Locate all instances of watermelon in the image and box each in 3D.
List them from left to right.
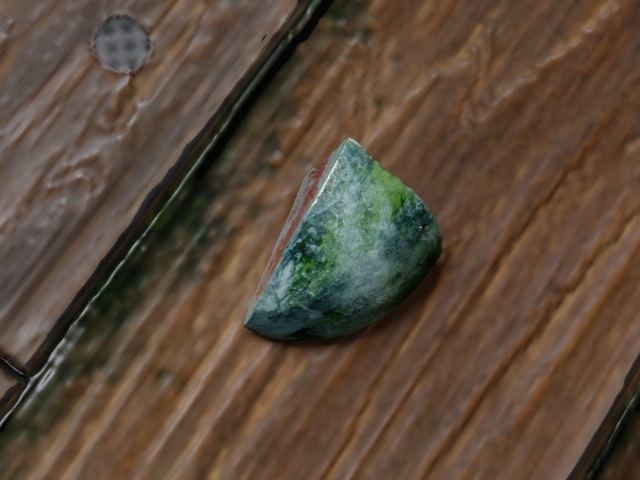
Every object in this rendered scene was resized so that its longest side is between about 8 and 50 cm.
[{"bbox_3d":[0.000,0.000,0.536,0.085,0.085,0.061,-13,43,-15],"label":"watermelon"}]
